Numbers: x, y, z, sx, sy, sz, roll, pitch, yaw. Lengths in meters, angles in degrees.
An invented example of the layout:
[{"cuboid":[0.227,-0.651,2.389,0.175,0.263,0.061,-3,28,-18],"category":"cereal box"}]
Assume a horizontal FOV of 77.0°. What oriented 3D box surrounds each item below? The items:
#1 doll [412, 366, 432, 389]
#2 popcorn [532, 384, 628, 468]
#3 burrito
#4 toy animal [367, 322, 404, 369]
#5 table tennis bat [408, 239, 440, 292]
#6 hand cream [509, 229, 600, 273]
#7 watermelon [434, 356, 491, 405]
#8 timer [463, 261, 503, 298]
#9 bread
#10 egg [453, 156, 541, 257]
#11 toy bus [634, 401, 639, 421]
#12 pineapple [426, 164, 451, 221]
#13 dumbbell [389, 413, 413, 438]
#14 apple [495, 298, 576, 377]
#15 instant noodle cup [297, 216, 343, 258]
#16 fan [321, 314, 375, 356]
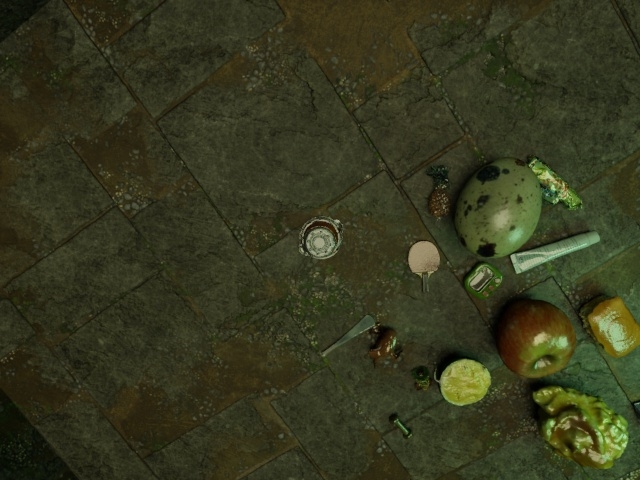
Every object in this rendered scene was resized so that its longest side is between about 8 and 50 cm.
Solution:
[{"cuboid":[0.443,0.607,1.721,0.078,0.076,0.113,-22,99,-3],"category":"doll"},{"cuboid":[1.037,0.749,1.631,0.336,0.274,0.279,11,141,37],"category":"popcorn"},{"cuboid":[0.897,-0.209,1.565,0.288,0.054,0.104,39,100,-5],"category":"burrito"},{"cuboid":[0.252,0.450,1.704,0.179,0.089,0.188,37,100,13],"category":"toy animal"},{"cuboid":[0.429,0.107,1.661,0.130,0.019,0.220,-5,99,3],"category":"table tennis bat"},{"cuboid":[0.935,0.040,1.606,0.331,0.058,0.085,-21,100,6],"category":"hand cream"},{"cuboid":[0.582,0.574,1.682,0.232,0.127,0.204,-5,100,2],"category":"watermelon"},{"cuboid":[0.664,0.162,1.647,0.128,0.047,0.140,38,100,-6],"category":"timer"},{"cuboid":[1.170,0.342,1.621,0.174,0.121,0.245,-34,95,9],"category":"bread"},{"cuboid":[0.646,-0.120,1.474,0.288,0.287,0.379,12,93,0],"category":"egg"},{"cuboid":[1.511,0.700,1.680,0.330,0.109,0.135,-22,108,6],"category":"toy bus"},{"cuboid":[0.461,-0.184,1.574,0.103,0.083,0.221,-1,98,2],"category":"pineapple"},{"cuboid":[0.355,0.822,1.776,0.118,0.052,0.046,49,58,-6],"category":"dumbbell"},{"cuboid":[0.837,0.377,1.592,0.278,0.250,0.309,17,122,-16],"category":"apple"},{"cuboid":[0.000,0.000,1.605,0.178,0.125,0.208,39,100,-5],"category":"instant noodle cup"},{"cuboid":[0.112,0.412,1.725,0.282,0.023,0.057,-36,68,10],"category":"fan"}]
